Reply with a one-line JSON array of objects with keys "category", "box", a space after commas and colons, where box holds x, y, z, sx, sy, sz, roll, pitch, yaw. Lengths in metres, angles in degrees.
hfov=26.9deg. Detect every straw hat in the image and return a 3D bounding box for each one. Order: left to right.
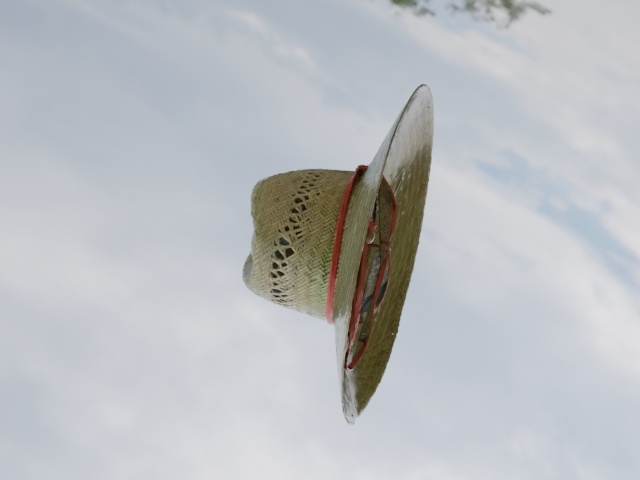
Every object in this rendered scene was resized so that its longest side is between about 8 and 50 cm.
[{"category": "straw hat", "box": [0.000, 0.000, 0.534, 0.061, 0.144, 0.144, 11, -162, 12]}]
